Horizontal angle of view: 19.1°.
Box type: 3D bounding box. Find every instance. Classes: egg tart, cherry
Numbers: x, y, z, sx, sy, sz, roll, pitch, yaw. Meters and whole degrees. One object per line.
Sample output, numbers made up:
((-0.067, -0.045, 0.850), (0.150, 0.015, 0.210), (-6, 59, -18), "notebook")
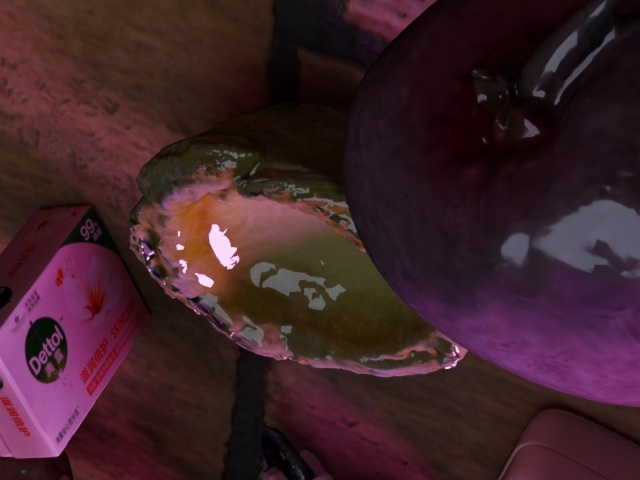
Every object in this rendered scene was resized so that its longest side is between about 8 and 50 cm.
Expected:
((0.000, 0.000, 0.967), (0.197, 0.078, 0.197), (21, 149, 13), "egg tart")
((0.121, -0.025, 0.807), (0.213, 0.183, 0.266), (13, 149, 40), "cherry")

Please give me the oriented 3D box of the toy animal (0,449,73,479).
((-0.138, 0.196, 1.182), (0.312, 0.157, 0.097), (41, 99, 0), "toy animal")

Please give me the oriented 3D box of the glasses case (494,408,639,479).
((0.231, 0.215, 1.047), (0.313, 0.070, 0.131), (28, 137, 5), "glasses case")

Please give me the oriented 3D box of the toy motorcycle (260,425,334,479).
((0.013, 0.216, 1.145), (0.150, 0.102, 0.221), (46, 157, 39), "toy motorcycle")

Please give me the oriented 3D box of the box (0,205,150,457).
((-0.156, 0.051, 1.079), (0.043, 0.125, 0.089), (-4, 127, 31), "box")
